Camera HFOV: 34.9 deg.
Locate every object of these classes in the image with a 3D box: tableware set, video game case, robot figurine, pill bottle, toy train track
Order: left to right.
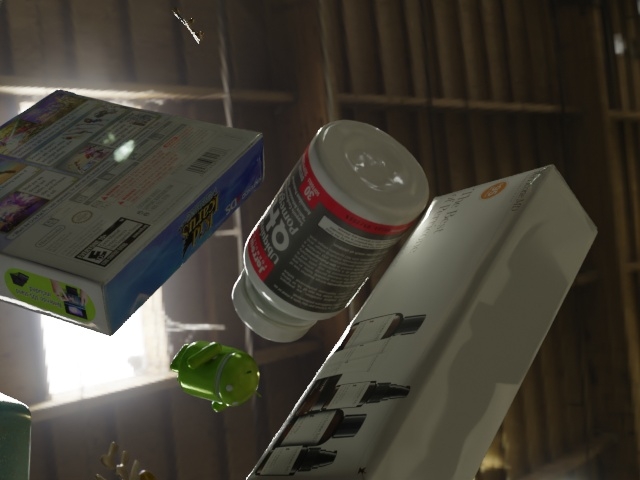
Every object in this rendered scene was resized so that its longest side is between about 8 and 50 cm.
[{"bbox_3d":[-0.220,-0.040,0.937,0.269,0.244,0.061,-50,-31,-48],"label":"video game case"},{"bbox_3d":[-0.134,0.214,0.759,0.104,0.154,0.024,42,-85,-11],"label":"tableware set"},{"bbox_3d":[-0.185,-0.308,1.439,0.014,0.083,0.048,-38,-37,-5],"label":"toy train track"},{"bbox_3d":[-0.122,0.158,1.215,0.067,0.115,0.101,-55,-38,-35],"label":"robot figurine"},{"bbox_3d":[0.000,0.000,1.429,0.176,0.318,0.176,21,-140,-18],"label":"pill bottle"}]

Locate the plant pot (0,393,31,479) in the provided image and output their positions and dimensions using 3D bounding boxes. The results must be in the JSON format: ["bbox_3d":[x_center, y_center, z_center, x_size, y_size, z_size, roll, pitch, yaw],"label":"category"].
[{"bbox_3d":[-0.461,0.259,1.114,0.252,0.248,0.247,-8,-73,-52],"label":"plant pot"}]

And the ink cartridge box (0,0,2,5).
[{"bbox_3d":[-0.310,-0.259,0.786,0.153,0.208,0.087,12,-141,-31],"label":"ink cartridge box"}]

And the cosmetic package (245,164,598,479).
[{"bbox_3d":[0.063,0.059,0.567,0.060,0.099,0.239,53,-129,-21],"label":"cosmetic package"}]
